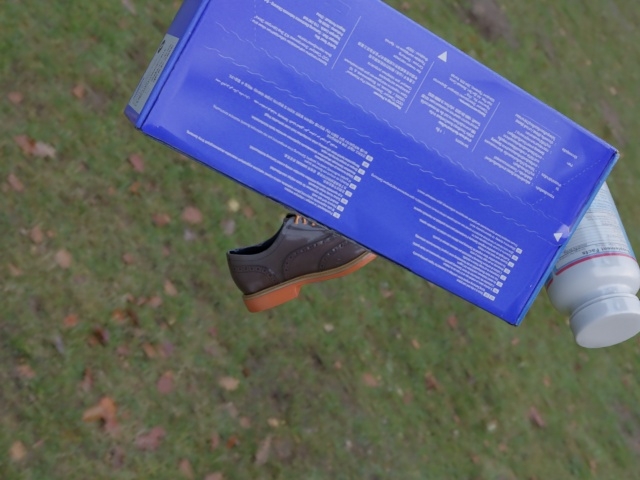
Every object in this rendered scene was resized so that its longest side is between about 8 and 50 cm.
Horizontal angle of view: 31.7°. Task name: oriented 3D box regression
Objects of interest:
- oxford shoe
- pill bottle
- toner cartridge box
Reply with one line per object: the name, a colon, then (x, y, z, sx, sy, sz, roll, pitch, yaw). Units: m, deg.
oxford shoe: (0.000, 0.000, 1.509, 0.098, 0.271, 0.097, 61, 9, -12)
pill bottle: (0.245, 0.015, 1.050, 0.087, 0.087, 0.160, 25, 43, -45)
toner cartridge box: (0.045, -0.082, 0.857, 0.348, 0.165, 0.075, 28, 7, -22)
